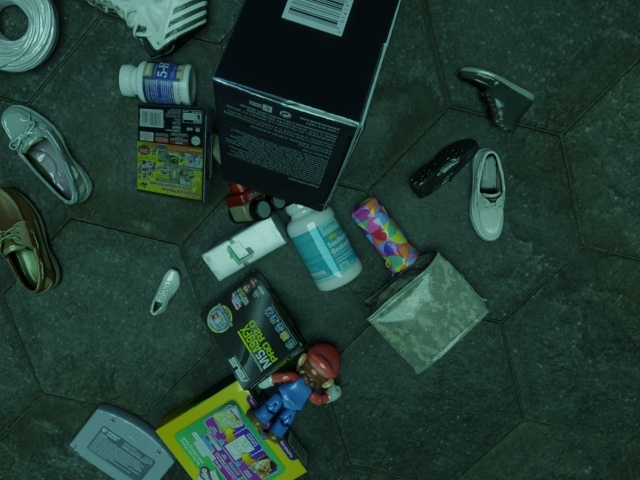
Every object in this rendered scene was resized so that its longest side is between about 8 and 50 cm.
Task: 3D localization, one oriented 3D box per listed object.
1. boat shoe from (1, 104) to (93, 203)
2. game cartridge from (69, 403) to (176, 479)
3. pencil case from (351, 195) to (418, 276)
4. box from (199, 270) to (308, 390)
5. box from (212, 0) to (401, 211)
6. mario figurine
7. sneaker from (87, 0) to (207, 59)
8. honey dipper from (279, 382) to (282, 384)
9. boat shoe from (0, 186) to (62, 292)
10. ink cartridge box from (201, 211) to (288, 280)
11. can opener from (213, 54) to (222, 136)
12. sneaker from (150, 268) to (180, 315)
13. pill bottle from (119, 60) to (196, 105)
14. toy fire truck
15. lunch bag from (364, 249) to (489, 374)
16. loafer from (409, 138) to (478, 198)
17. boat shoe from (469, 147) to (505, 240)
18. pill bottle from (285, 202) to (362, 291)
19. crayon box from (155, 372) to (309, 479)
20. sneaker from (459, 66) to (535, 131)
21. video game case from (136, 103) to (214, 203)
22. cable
[{"bbox_3d":[-0.770,-0.239,1.580,0.118,0.103,0.320,-33,99,6],"label":"boat shoe"},{"bbox_3d":[-0.610,0.651,1.779,0.294,0.060,0.196,38,102,-7],"label":"game cartridge"},{"bbox_3d":[0.182,-0.013,1.621,0.104,0.104,0.236,-34,98,7],"label":"pencil case"},{"bbox_3d":[-0.195,0.258,1.633,0.216,0.060,0.270,-38,69,7],"label":"box"},{"bbox_3d":[-0.022,-0.388,1.279,0.297,0.472,0.479,17,72,-1],"label":"box"},{"bbox_3d":[-0.067,0.435,1.679,0.320,0.170,0.198,-45,136,-12],"label":"mario figurine"},{"bbox_3d":[-0.512,-0.603,1.466,0.448,0.169,0.257,-4,100,-4],"label":"sneaker"},{"bbox_3d":[-0.132,0.432,1.746,0.030,0.030,0.160,-36,102,7],"label":"honey dipper"},{"bbox_3d":[-0.853,0.003,1.619,0.123,0.120,0.324,-24,100,5],"label":"boat shoe"},{"bbox_3d":[-0.206,0.009,1.596,0.219,0.160,0.092,-30,99,7],"label":"ink cartridge box"},{"bbox_3d":[-0.259,-0.374,1.579,0.095,0.076,0.283,19,103,30],"label":"can opener"},{"bbox_3d":[-0.459,0.156,1.677,0.054,0.061,0.152,24,99,-2],"label":"sneaker"},{"bbox_3d":[-0.439,-0.427,1.536,0.187,0.112,0.112,4,101,-1],"label":"pill bottle"},{"bbox_3d":[-0.191,-0.191,1.528,0.158,0.217,0.246,-4,114,44],"label":"toy fire truck"},{"bbox_3d":[0.304,0.190,1.623,0.287,0.169,0.235,-41,99,12],"label":"lunch bag"},{"bbox_3d":[0.352,-0.203,1.601,0.223,0.076,0.078,-37,135,1],"label":"loafer"},{"bbox_3d":[0.478,-0.125,1.600,0.096,0.088,0.267,-1,101,0],"label":"boat shoe"},{"bbox_3d":[0.000,0.000,1.598,0.146,0.146,0.264,-28,100,6],"label":"pill bottle"},{"bbox_3d":[-0.265,0.624,1.744,0.313,0.106,0.363,-32,99,8],"label":"crayon box"},{"bbox_3d":[0.465,-0.386,1.552,0.222,0.083,0.118,23,101,-5],"label":"sneaker"},{"bbox_3d":[-0.399,-0.240,1.539,0.275,0.035,0.248,11,103,33],"label":"video game case"},{"bbox_3d":[-0.831,-0.584,1.522,0.257,0.089,0.257,-9,100,1],"label":"cable"}]
